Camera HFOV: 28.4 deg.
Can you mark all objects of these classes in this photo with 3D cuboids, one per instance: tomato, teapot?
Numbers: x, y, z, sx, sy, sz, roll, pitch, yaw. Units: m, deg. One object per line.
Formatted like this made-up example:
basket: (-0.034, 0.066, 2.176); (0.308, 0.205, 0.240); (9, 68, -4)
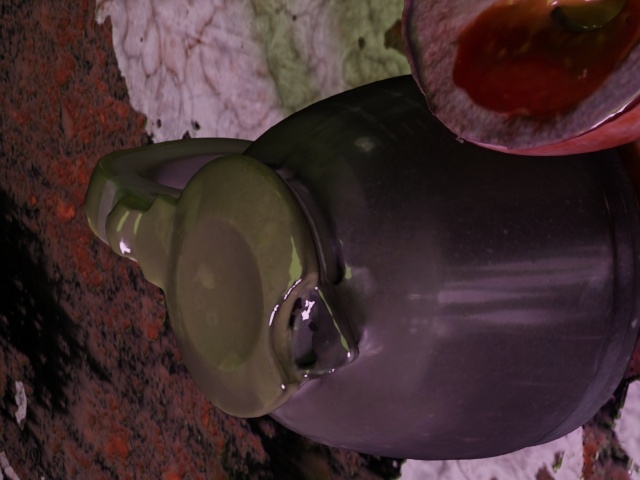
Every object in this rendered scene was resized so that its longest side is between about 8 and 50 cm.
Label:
tomato: (0.146, -0.130, 0.665); (0.199, 0.112, 0.228); (-22, 54, 41)
teapot: (0.012, -0.013, 0.760); (0.321, 0.239, 0.239); (58, 134, 32)
